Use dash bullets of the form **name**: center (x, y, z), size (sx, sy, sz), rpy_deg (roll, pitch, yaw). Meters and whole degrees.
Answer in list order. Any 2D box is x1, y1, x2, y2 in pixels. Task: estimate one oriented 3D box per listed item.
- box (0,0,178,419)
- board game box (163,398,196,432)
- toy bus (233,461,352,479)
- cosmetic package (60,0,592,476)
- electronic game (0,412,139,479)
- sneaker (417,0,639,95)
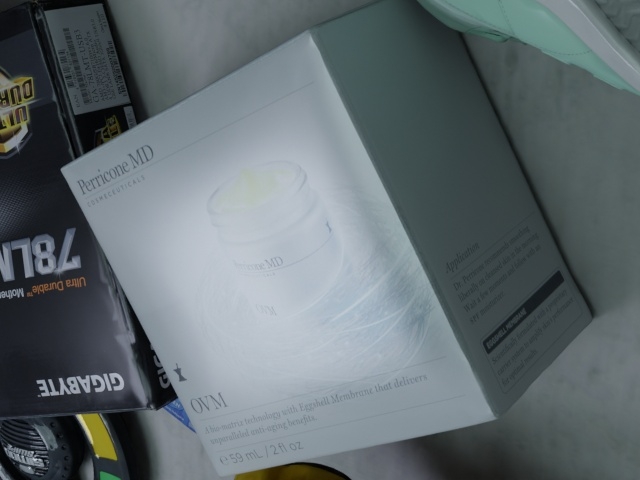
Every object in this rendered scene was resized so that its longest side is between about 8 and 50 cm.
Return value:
- **box**: center (-0.245, -0.009, 0.883), size (0.295, 0.073, 0.293), rpy_deg (-8, 98, 38)
- **board game box**: center (-0.105, 0.098, 0.887), size (0.090, 0.020, 0.090), rpy_deg (33, 126, 20)
- **toy bus**: center (0.067, 0.222, 0.700), size (0.211, 0.149, 0.220), rpy_deg (-23, 128, 37)
- **cosmetic package**: center (0.000, 0.000, 0.686), size (0.224, 0.138, 0.225), rpy_deg (-21, 96, 41)
- **electronic game**: center (-0.250, 0.175, 1.013), size (0.229, 0.048, 0.229), rpy_deg (16, 120, 29)
- **sneaker**: center (0.135, -0.120, 0.542), size (0.256, 0.151, 0.094), rpy_deg (32, 93, 15)
